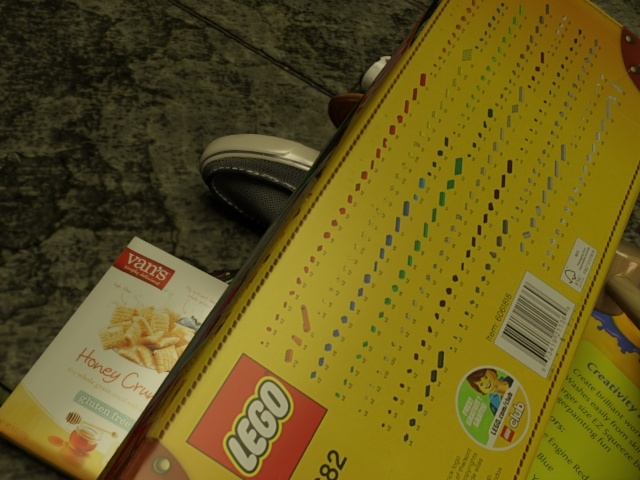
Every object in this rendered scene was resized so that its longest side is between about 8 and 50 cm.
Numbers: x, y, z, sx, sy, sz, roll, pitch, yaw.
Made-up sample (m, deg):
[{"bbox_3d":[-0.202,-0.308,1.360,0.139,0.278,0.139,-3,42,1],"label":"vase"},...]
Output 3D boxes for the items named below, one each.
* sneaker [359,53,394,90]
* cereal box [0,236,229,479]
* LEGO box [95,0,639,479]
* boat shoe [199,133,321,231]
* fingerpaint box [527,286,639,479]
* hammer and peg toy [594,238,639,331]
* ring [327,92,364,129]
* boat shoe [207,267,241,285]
[{"bbox_3d":[0.178,-0.256,1.232,0.234,0.078,0.106,-27,65,-29],"label":"sneaker"},{"bbox_3d":[-0.178,0.128,0.782,0.173,0.047,0.240,26,60,7],"label":"cereal box"},{"bbox_3d":[0.023,0.068,0.622,0.193,0.372,0.500,35,61,-5],"label":"LEGO box"},{"bbox_3d":[0.000,0.000,0.922,0.340,0.127,0.158,20,54,1],"label":"boat shoe"},{"bbox_3d":[0.322,0.301,0.739,0.371,0.163,0.445,-27,63,-32],"label":"fingerpaint box"},{"bbox_3d":[0.365,0.143,0.642,0.361,0.127,0.266,25,25,3],"label":"hammer and peg toy"},{"bbox_3d":[0.159,-0.085,0.934,0.336,0.336,0.032,29,85,8],"label":"ring"},{"bbox_3d":[-0.113,0.050,0.894,0.133,0.049,0.042,-29,72,-30],"label":"boat shoe"}]
